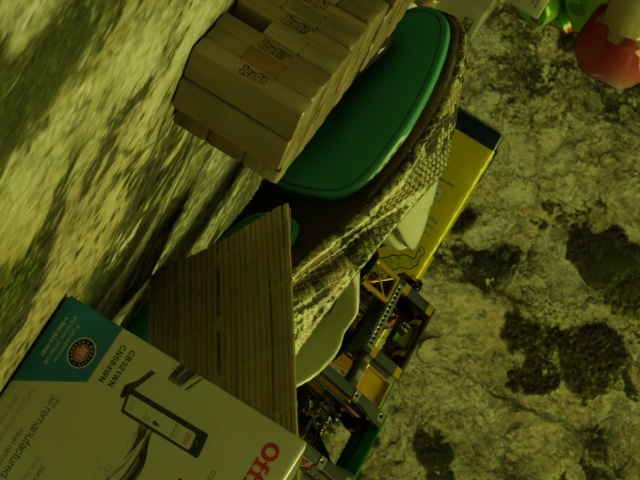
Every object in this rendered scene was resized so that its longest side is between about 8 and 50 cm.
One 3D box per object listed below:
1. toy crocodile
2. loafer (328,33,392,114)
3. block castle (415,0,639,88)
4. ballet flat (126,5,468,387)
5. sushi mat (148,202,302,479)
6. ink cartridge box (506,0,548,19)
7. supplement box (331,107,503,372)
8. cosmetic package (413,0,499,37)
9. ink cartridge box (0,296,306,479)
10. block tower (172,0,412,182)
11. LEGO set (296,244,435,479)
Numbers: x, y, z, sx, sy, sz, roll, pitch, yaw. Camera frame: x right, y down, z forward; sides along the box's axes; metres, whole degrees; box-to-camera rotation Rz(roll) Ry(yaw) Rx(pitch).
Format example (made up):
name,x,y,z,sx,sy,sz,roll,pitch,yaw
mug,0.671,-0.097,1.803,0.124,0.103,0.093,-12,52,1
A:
name,x,y,z,sx,sy,sz,roll,pitch,yaw
toy crocodile,0.336,-0.280,2.292,0.115,0.105,0.340,-32,-151,-22
loafer,0.002,-0.160,1.797,0.148,0.050,0.056,-48,-142,-11
block castle,0.301,-0.380,2.087,0.453,0.303,0.213,-56,169,-39
ballet flat,0.000,0.000,1.824,0.483,0.164,0.182,-52,132,-20
sushi mat,-0.081,0.113,1.552,0.151,0.019,0.316,-25,-139,21
ink cartridge box,0.164,-0.311,1.769,0.128,0.176,0.127,-58,178,-6
supplement box,0.061,-0.023,2.476,0.356,0.195,0.194,-59,176,-1
cosmetic package,0.217,-0.378,2.479,0.238,0.107,0.127,-50,170,-49
ink cartridge box,-0.131,0.158,1.373,0.148,0.203,0.086,-58,176,-16
block tower,0.007,-0.177,1.431,0.335,0.097,0.091,-53,173,-45
LEGO set,-0.045,0.118,1.992,0.255,0.192,0.331,-10,-138,58
